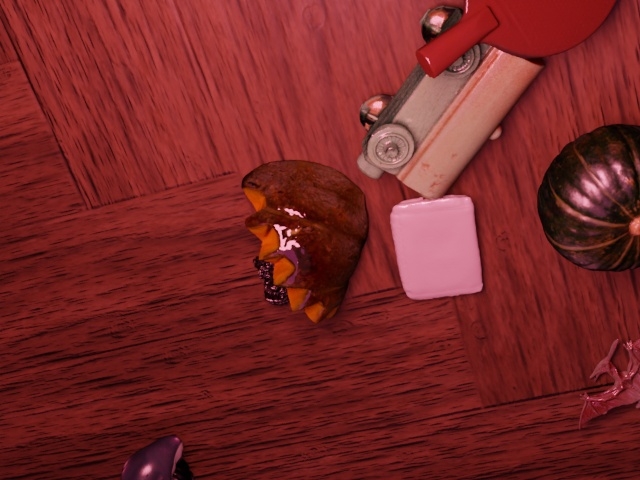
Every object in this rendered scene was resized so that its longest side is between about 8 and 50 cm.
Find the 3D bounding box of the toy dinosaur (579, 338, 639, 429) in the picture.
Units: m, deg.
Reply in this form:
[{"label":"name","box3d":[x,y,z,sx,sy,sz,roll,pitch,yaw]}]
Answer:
[{"label":"toy dinosaur","box3d":[0.470,0.215,1.667,0.108,0.032,0.220,32,107,-6]}]

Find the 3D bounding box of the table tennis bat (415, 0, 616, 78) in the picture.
[{"label":"table tennis bat","box3d":[0.250,-0.309,1.339,0.310,0.038,0.200,-37,106,-6]}]

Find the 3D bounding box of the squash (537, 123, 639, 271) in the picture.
[{"label":"squash","box3d":[0.401,-0.059,1.450,0.218,0.172,0.218,0,114,1]}]

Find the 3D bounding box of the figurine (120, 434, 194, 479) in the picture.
[{"label":"figurine","box3d":[-0.284,0.432,1.822,0.145,0.145,0.222,7,120,3]}]

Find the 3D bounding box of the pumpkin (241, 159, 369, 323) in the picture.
[{"label":"pumpkin","box3d":[0.000,0.000,1.557,0.149,0.130,0.254,-27,110,20]}]

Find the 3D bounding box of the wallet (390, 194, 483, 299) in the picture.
[{"label":"wallet","box3d":[0.172,0.010,1.586,0.124,0.032,0.183,-7,125,10]}]

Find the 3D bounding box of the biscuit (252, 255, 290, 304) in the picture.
[{"label":"biscuit","box3d":[-0.067,0.058,1.653,0.089,0.027,0.087,22,117,-5]}]

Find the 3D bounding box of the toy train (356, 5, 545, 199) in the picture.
[{"label":"toy train","box3d":[0.173,-0.183,1.458,0.177,0.116,0.285,25,118,-20]}]
